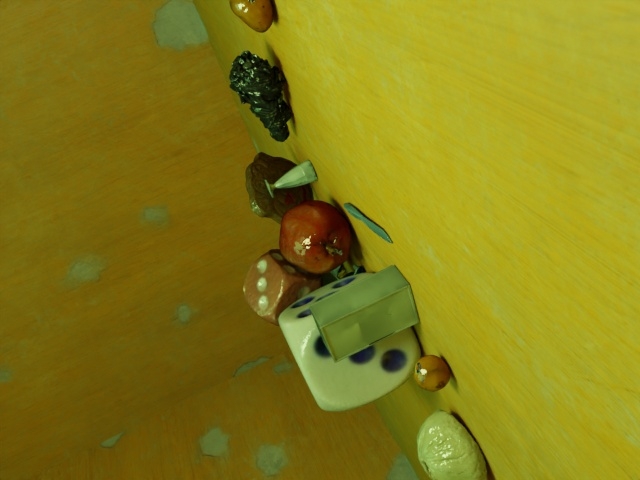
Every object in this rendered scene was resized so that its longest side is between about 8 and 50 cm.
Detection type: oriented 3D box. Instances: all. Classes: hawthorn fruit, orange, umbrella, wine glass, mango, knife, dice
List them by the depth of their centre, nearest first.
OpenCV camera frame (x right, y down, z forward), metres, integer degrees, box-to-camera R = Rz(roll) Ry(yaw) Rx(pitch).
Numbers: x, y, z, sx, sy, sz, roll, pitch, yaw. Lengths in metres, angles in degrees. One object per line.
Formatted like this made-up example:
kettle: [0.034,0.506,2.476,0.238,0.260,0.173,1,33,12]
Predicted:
orange: [0.251,0.299,1.397,0.083,0.083,0.083,63,173,13]
mango: [-0.148,-0.533,1.424,0.105,0.084,0.159,49,-166,1]
knife: [0.110,-0.044,1.498,0.044,0.019,0.313,59,176,-22]
dice: [0.075,0.267,1.682,0.277,0.304,0.304,64,174,-6]
hawthorn fruit: [0.000,0.000,1.759,0.299,0.211,0.211,33,150,57]
umbrella: [-0.141,-0.399,1.760,0.336,0.154,0.128,45,-128,-55]
dice: [-0.108,0.139,1.861,0.175,0.179,0.174,13,-154,-47]
wine glass: [-0.093,-0.192,1.942,0.073,0.155,0.073,156,90,-87]

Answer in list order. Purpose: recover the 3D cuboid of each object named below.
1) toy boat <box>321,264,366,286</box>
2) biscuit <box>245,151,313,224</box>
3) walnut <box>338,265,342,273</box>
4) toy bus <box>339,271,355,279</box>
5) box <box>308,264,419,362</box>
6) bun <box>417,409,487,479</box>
toy boat: [0.009,0.123,1.920,0.291,0.220,0.067,36,-163,17]
biscuit: [-0.130,-0.170,2.039,0.257,0.049,0.273,21,-133,-31]
walnut: [-0.015,0.049,2.067,0.198,0.198,0.245,-124,19,-52]
toy bus: [0.124,0.224,2.006,0.120,0.121,0.265,58,178,-37]
box: [0.102,0.170,1.441,0.086,0.225,0.129,57,169,51]
bun: [0.317,0.539,1.537,0.220,0.134,0.220,59,169,18]
